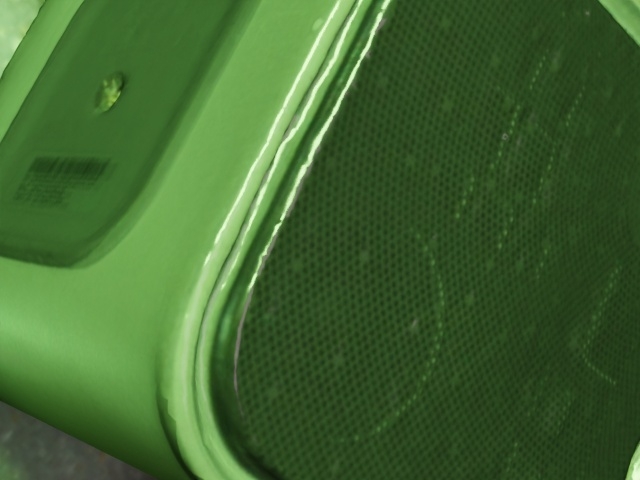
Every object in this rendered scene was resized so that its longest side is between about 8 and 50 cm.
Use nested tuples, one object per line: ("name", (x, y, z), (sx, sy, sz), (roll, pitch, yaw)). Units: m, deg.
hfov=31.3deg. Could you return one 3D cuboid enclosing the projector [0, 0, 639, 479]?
("projector", (0.000, 0.000, 0.511), (0.248, 0.249, 0.248), (35, 74, -34))
